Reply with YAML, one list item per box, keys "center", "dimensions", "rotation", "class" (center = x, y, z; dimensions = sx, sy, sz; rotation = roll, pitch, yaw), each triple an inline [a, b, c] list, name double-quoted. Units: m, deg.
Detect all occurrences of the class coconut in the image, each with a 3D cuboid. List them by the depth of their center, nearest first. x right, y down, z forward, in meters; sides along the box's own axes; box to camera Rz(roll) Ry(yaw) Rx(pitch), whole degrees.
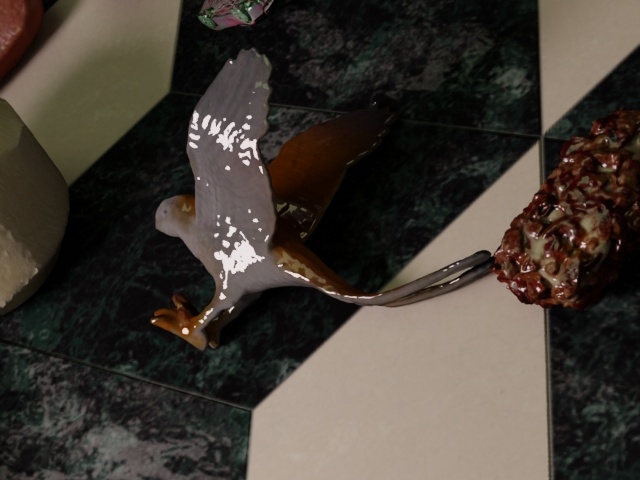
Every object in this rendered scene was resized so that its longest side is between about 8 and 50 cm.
- center: [-0.402, -0.048, 1.796]
  dimensions: [0.237, 0.266, 0.237]
  rotation: [-21, 40, 18]
  class: "coconut"

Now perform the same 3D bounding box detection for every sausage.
- center: [-0.433, -0.244, 2.058]
  dimensions: [0.148, 0.148, 0.254]
  rotation: [31, 84, 45]
  class: "sausage"

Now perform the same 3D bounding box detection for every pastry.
- center: [0.237, -0.030, 1.456]
  dimensions: [0.115, 0.097, 0.208]
  rotation: [35, 79, 35]
  class: "pastry"

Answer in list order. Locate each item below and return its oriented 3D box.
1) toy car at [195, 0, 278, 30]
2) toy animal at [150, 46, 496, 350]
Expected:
- center: [-0.086, -0.267, 1.888]
  dimensions: [0.142, 0.055, 0.069]
  rotation: [4, 61, 60]
  class: "toy car"
- center: [-0.017, 0.014, 1.613]
  dimensions: [0.302, 0.225, 0.284]
  rotation: [-44, 63, 17]
  class: "toy animal"
